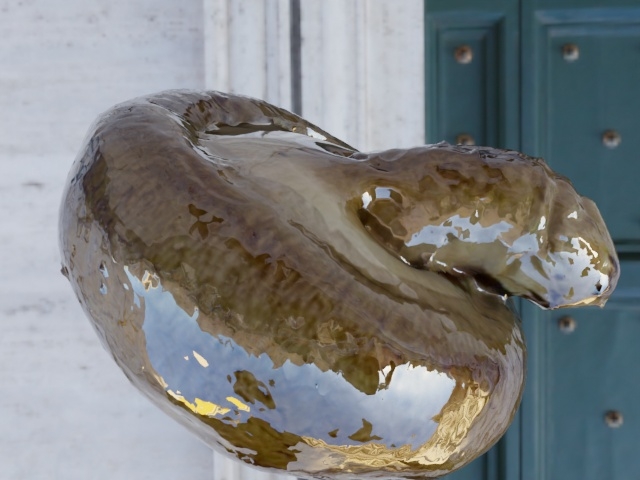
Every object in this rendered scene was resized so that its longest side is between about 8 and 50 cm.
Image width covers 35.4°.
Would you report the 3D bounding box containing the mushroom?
[{"bbox_3d":[-0.013,0.021,0.649,0.345,0.239,0.345,22,172,3],"label":"mushroom"}]
